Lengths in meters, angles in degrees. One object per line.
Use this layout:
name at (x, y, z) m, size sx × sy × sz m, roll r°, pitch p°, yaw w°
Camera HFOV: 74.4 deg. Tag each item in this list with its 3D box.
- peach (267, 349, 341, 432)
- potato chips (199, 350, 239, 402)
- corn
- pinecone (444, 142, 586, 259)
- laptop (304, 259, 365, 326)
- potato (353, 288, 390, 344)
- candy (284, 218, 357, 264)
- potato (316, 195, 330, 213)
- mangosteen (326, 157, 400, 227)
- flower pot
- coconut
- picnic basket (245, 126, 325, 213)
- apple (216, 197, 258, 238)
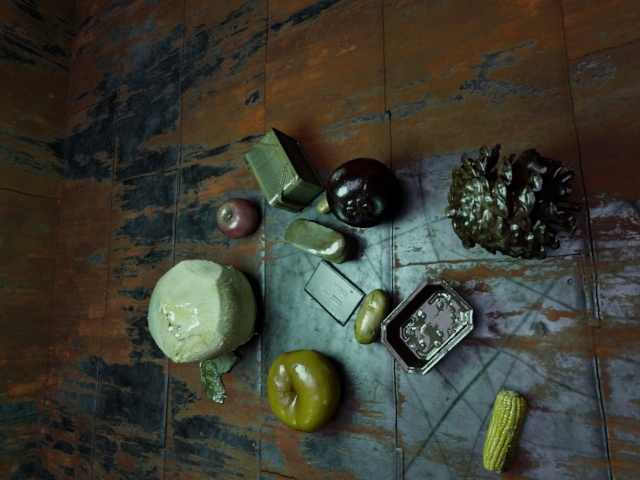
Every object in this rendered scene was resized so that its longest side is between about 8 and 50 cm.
peach at (-0.054, 0.457, 1.292) m, size 0.251 × 0.153 × 0.251 m, roll -11°, pitch 71°, yaw 36°
potato chips at (-0.385, 0.482, 1.574) m, size 0.201 × 0.029 × 0.220 m, roll 10°, pitch 85°, yaw 34°
corn at (0.443, 0.462, 1.017) m, size 0.072 × 0.072 × 0.203 m, roll 16°, pitch 93°, yaw 33°
pinecone at (0.445, -0.091, 0.983) m, size 0.295 × 0.298 × 0.242 m, roll 15°, pitch 65°, yaw 16°
laptop at (0.038, 0.166, 1.354) m, size 0.197 × 0.016 × 0.135 m, roll 40°, pitch 105°, yaw 31°
potato at (0.147, 0.223, 1.224) m, size 0.080 × 0.107 × 0.171 m, roll 25°, pitch 99°, yaw -9°
candy at (0.000, 0.000, 1.350) m, size 0.233 × 0.104 × 0.102 m, roll 24°, pitch 97°, yaw 33°
potato at (0.022, -0.120, 1.393) m, size 0.083 × 0.040 × 0.051 m, roll -38°, pitch 52°, yaw 21°
mangosteen at (0.131, -0.145, 1.245) m, size 0.216 × 0.216 × 0.216 m, roll -6°, pitch 80°, yaw 32°
flower pot at (0.294, 0.229, 1.139) m, size 0.251 × 0.084 × 0.179 m, roll -50°, pitch 61°, yaw 17°
coconut at (-0.411, 0.241, 1.427) m, size 0.346 × 0.360 × 0.347 m, roll -7°, pitch 77°, yaw 31°
picnic basket at (-0.121, -0.236, 1.429) m, size 0.139 × 0.165 × 0.267 m, roll -39°, pitch 63°, yaw 23°
apple at (-0.302, -0.080, 1.550) m, size 0.153 × 0.120 × 0.154 m, roll -7°, pitch 75°, yaw 27°
